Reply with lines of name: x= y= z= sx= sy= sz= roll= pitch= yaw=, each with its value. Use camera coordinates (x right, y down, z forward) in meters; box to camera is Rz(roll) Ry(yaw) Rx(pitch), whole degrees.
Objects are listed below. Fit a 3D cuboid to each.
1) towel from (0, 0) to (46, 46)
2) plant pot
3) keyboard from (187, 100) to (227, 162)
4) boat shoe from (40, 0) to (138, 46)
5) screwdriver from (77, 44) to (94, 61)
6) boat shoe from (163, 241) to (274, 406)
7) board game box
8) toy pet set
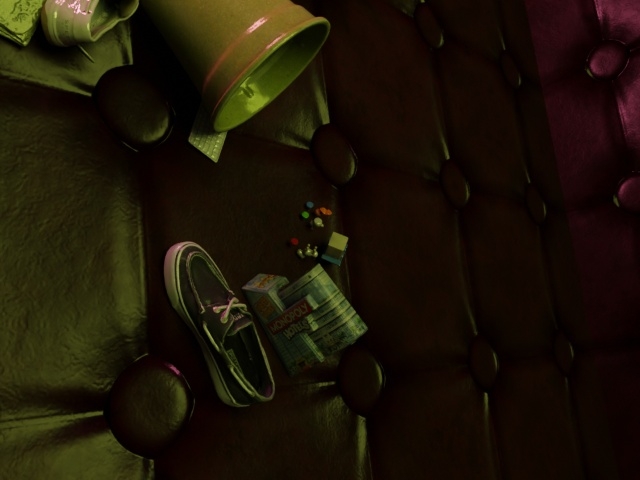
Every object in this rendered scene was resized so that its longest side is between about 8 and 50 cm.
towel: x=-0.458 y=-0.378 z=0.939 sx=0.110 sy=0.027 sz=0.148 roll=32 pitch=75 yaw=-33
plant pot: x=-0.167 y=-0.379 z=1.112 sx=0.254 sy=0.276 sz=0.276 roll=48 pitch=45 yaw=-1
keyboard: x=-0.194 y=-0.271 z=1.217 sx=0.072 sy=0.014 sz=0.256 roll=34 pitch=55 yaw=-34
boat shoe: x=-0.336 y=-0.400 z=1.021 sx=0.098 sy=0.096 sz=0.277 roll=88 pitch=17 yaw=-54
screwdriver: x=-0.424 y=-0.348 z=0.998 sx=0.170 sy=0.024 sz=0.025 roll=52 pitch=35 yaw=-26
boat shoe: x=-0.161 y=0.137 z=1.050 sx=0.108 sy=0.102 sz=0.302 roll=-24 pitch=95 yaw=-47
board game box: x=-0.044 y=0.130 z=1.142 sx=0.194 sy=0.194 sz=0.060 roll=52 pitch=44 yaw=-1
toy pet set: x=0.000 y=0.000 z=1.313 sx=0.114 sy=0.065 sz=0.122 roll=22 pitch=51 yaw=1
